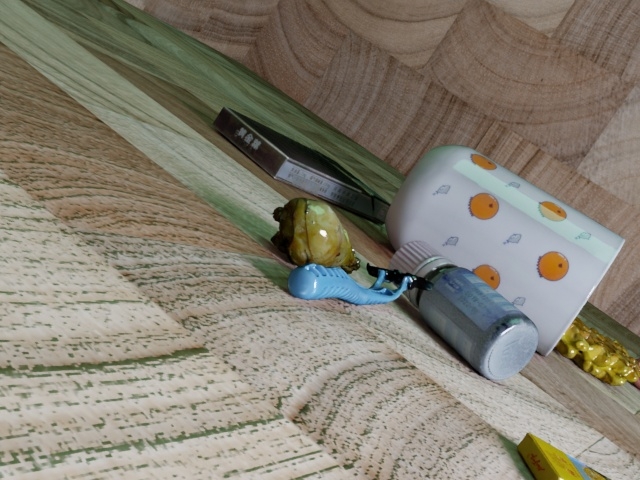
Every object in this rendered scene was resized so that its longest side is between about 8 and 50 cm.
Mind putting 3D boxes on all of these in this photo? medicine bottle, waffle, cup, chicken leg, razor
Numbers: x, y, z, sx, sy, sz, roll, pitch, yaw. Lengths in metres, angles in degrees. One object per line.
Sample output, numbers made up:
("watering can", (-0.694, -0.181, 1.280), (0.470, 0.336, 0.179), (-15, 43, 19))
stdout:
("medicine bottle", (0.157, 0.073, 1.092), (0.083, 0.083, 0.203), (25, 13, -42))
("waffle", (0.420, 0.154, 1.628), (0.293, 0.069, 0.260), (37, 12, 8))
("cup", (0.270, 0.000, 1.449), (0.317, 0.212, 0.212), (35, 9, 13))
("chicken leg", (0.000, 0.000, 1.025), (0.093, 0.070, 0.178), (31, 0, 27))
("razor", (0.036, 0.046, 0.961), (0.082, 0.042, 0.253), (14, 2, 25))

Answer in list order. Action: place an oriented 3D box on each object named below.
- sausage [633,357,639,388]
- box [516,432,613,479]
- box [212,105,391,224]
("sausage", (0.635, 0.265, 1.773), (0.154, 0.062, 0.062), (28, 10, -32))
("box", (0.245, 0.223, 0.808), (0.155, 0.023, 0.087), (31, 13, -12))
("box", (-0.022, -0.123, 1.618), (0.180, 0.047, 0.325), (40, 13, 35))
